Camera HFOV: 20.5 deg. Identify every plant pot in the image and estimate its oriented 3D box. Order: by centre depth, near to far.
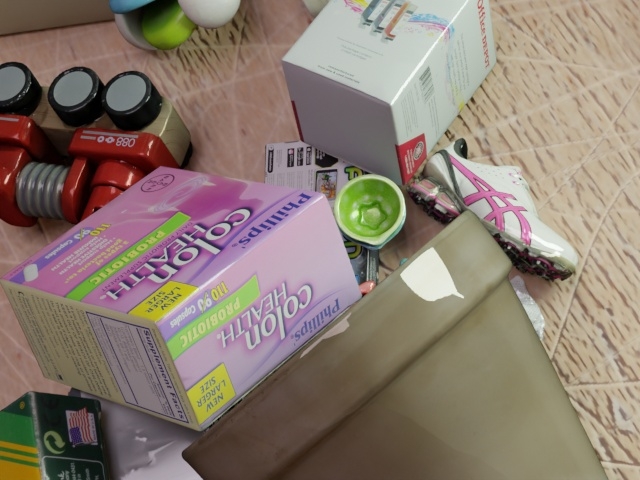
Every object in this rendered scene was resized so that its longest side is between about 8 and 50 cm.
[{"bbox_3d":[0.091,0.182,1.488,0.323,0.323,0.280,-40,88,2],"label":"plant pot"}]

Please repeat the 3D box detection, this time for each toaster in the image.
[{"bbox_3d":[-0.136,0.211,1.650,0.146,0.129,0.227,-20,62,10],"label":"toaster"}]

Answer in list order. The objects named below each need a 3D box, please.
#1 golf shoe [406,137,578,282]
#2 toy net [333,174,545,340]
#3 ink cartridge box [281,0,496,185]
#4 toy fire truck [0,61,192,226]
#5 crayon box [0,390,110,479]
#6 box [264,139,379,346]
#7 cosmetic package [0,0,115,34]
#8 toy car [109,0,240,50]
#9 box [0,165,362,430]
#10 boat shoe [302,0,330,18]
[{"bbox_3d":[0.172,-0.032,1.662,0.186,0.067,0.086,34,81,27],"label":"golf shoe"},{"bbox_3d":[0.099,0.040,1.648,0.232,0.045,0.122,32,76,16],"label":"toy net"},{"bbox_3d":[0.069,-0.172,1.696,0.127,0.128,0.176,25,62,26],"label":"ink cartridge box"},{"bbox_3d":[-0.259,-0.033,1.795,0.217,0.158,0.246,7,62,22],"label":"toy fire truck"},{"bbox_3d":[-0.313,0.293,1.636,0.318,0.081,0.202,-35,57,38],"label":"crayon box"},{"bbox_3d":[0.000,0.000,1.731,0.114,0.036,0.207,-5,69,19],"label":"box"},{"bbox_3d":[-0.363,-0.317,1.946,0.309,0.113,0.160,-7,68,19],"label":"cosmetic package"},{"bbox_3d":[-0.165,-0.291,1.827,0.159,0.136,0.182,-10,64,47],"label":"toy car"},{"bbox_3d":[-0.129,0.044,1.621,0.243,0.117,0.213,12,41,46],"label":"box"},{"bbox_3d":[-0.039,-0.366,1.849,0.094,0.109,0.302,-33,65,8],"label":"boat shoe"}]
